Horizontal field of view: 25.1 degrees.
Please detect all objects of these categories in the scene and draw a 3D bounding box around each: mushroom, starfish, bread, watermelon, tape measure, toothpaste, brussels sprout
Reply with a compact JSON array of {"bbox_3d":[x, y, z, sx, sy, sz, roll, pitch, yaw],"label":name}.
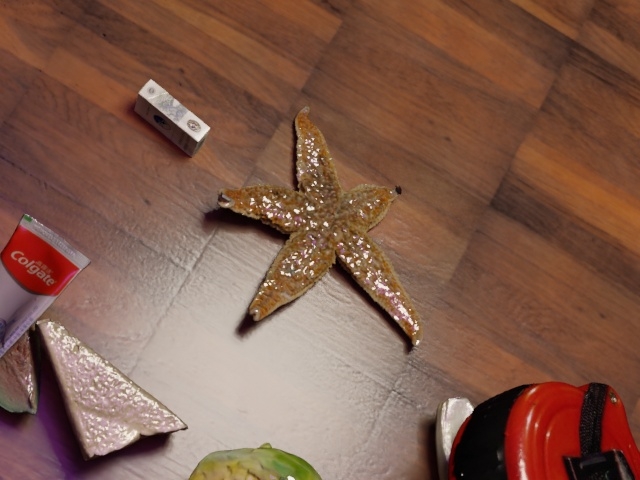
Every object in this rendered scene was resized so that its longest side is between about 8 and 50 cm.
[{"bbox_3d":[0.153,0.269,1.481,0.084,0.071,0.209,-5,71,-8],"label":"mushroom"},{"bbox_3d":[-0.003,0.002,1.543,0.231,0.048,0.295,-23,81,-31],"label":"starfish"},{"bbox_3d":[-0.208,0.135,1.417,0.105,0.077,0.152,-20,90,-16],"label":"bread"},{"bbox_3d":[-0.316,0.101,1.417,0.101,0.080,0.155,-16,87,-16],"label":"watermelon"},{"bbox_3d":[0.243,0.266,1.433,0.260,0.114,0.253,2,66,-50],"label":"tape measure"},{"bbox_3d":[-0.343,0.113,1.371,0.075,0.048,0.301,37,87,32],"label":"toothpaste"},{"bbox_3d":[-0.058,0.274,1.400,0.151,0.122,0.149,-27,72,15],"label":"brussels sprout"}]

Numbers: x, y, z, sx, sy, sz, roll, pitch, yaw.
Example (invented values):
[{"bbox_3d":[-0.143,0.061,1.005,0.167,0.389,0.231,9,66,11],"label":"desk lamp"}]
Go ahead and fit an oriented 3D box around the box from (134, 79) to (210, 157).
[{"bbox_3d":[-0.159,-0.130,1.541,0.083,0.054,0.024,39,71,0],"label":"box"}]
